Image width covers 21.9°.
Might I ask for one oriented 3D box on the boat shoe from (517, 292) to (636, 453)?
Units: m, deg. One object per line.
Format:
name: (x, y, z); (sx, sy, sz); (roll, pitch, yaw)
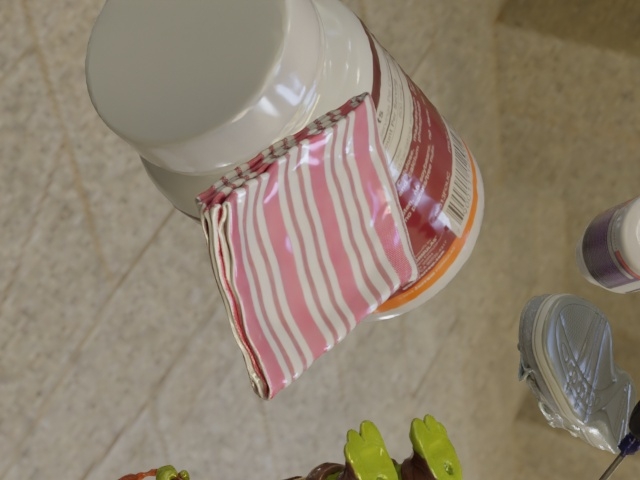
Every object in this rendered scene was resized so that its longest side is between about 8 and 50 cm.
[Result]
boat shoe: (0.267, 0.147, 1.819); (0.103, 0.118, 0.320); (10, -18, 28)

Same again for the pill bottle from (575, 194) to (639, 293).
pill bottle: (0.378, 0.007, 1.997); (0.108, 0.108, 0.193); (36, -13, -5)

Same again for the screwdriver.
screwdriver: (0.172, 0.131, 0.978); (0.024, 0.025, 0.170); (13, -45, -18)

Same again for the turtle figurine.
turtle figurine: (-0.020, 0.192, 1.195); (0.270, 0.087, 0.217); (15, -32, -39)

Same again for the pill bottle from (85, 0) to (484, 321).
pill bottle: (-0.023, -0.090, 1.455); (0.224, 0.224, 0.392); (9, -17, 31)

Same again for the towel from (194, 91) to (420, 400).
towel: (0.000, 0.000, 1.099); (0.029, 0.197, 0.144); (0, -66, 38)
